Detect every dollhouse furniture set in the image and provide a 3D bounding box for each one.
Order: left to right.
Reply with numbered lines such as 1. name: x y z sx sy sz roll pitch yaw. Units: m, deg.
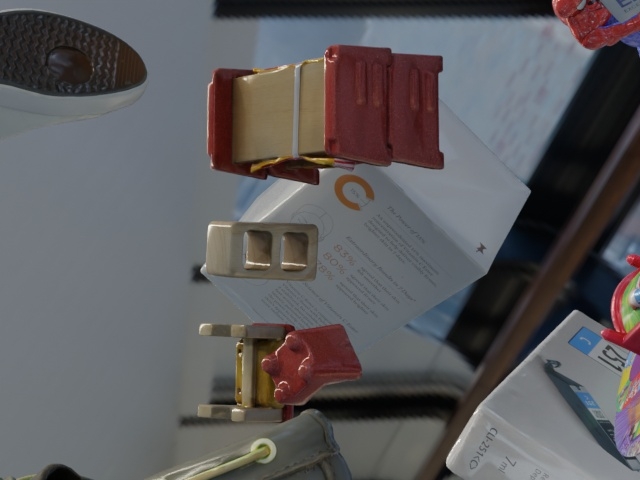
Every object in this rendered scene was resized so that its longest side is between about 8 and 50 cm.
1. dollhouse furniture set: 0.000 0.000 1.449 0.152 0.201 0.374 3 -93 -42

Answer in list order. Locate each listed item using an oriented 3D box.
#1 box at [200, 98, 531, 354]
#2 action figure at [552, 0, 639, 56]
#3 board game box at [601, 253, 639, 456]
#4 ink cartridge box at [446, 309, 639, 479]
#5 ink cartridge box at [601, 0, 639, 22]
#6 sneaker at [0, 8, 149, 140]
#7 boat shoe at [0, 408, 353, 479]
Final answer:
1. box: 0.050 -0.010 1.769 0.345 0.215 0.168 -36 13 45
2. action figure: 0.348 -0.264 1.559 0.280 0.091 0.139 -3 -38 -52
3. board game box: 0.150 0.008 0.618 0.133 0.033 0.168 -63 -3 -69
4. ink cartridge box: 0.264 0.184 1.152 0.066 0.261 0.296 -62 -15 22
5. ink cartridge box: 0.288 -0.316 1.212 0.223 0.224 0.045 -31 39 27
6. sneaker: -0.303 -0.131 1.285 0.290 0.106 0.123 -3 -32 -24
7. boat shoe: -0.119 0.153 0.710 0.109 0.305 0.091 6 -109 -66
